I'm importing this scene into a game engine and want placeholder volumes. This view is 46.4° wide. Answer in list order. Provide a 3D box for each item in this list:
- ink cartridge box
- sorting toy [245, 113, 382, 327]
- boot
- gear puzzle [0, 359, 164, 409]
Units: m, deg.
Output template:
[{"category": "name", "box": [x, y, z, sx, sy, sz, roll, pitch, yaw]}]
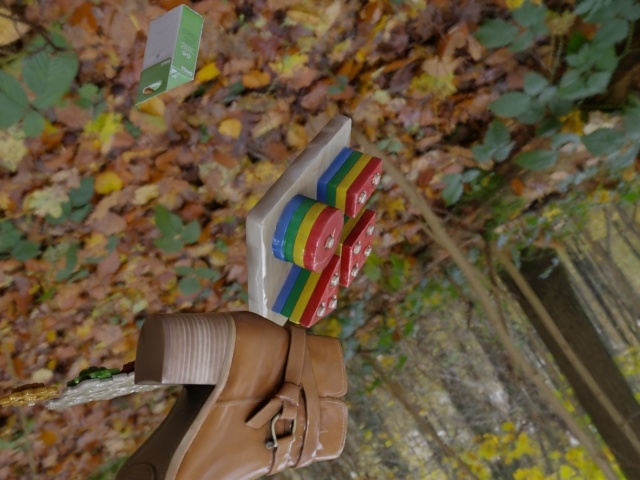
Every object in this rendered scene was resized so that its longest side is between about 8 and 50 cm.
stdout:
[{"category": "ink cartridge box", "box": [-0.316, -0.376, 1.562, 0.109, 0.209, 0.062, -11, 155, 38]}, {"category": "sorting toy", "box": [0.000, 0.000, 1.058, 0.255, 0.089, 0.257, -53, 157, -40]}, {"category": "boot", "box": [-0.081, 0.212, 0.732, 0.220, 0.284, 0.109, 12, 165, -36]}, {"category": "gear puzzle", "box": [-0.366, 0.232, 1.249, 0.339, 0.044, 0.175, -4, 159, -43]}]
